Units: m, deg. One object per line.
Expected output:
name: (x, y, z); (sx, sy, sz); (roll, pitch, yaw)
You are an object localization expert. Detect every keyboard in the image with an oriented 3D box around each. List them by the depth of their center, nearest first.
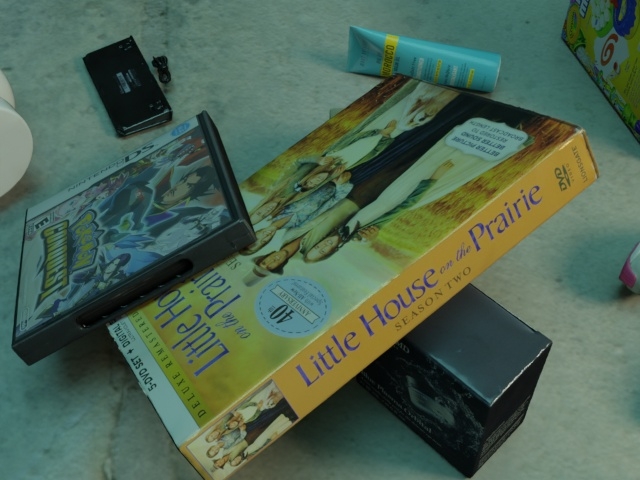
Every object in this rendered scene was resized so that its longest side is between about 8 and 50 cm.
keyboard: (-0.255, -0.219, 1.147); (0.108, 0.023, 0.180); (-25, 56, -10)

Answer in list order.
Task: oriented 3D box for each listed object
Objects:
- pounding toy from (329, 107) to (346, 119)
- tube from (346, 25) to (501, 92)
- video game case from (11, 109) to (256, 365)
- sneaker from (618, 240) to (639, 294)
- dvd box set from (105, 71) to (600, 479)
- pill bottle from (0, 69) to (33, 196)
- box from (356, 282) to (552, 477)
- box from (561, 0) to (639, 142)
pounding toy: (0.102, -0.127, 1.020); (0.181, 0.094, 0.206); (-4, 52, -2)
tube: (0.139, -0.246, 1.129); (0.207, 0.080, 0.052); (10, 47, 5)
video game case: (-0.205, -0.018, 0.877); (0.248, 0.035, 0.275); (-29, 33, 2)
sneaker: (0.449, 0.014, 0.897); (0.252, 0.103, 0.111); (-17, 52, -11)
dvd box set: (0.000, 0.000, 0.783); (0.420, 0.062, 0.307); (-37, 32, -11)
pill bottle: (-0.502, -0.188, 1.021); (0.188, 0.188, 0.334); (-36, 59, -24)
box: (0.118, 0.117, 0.787); (0.093, 0.158, 0.156); (-39, 60, -25)
box: (0.466, -0.304, 1.027); (0.177, 0.290, 0.279); (-14, 54, -9)
